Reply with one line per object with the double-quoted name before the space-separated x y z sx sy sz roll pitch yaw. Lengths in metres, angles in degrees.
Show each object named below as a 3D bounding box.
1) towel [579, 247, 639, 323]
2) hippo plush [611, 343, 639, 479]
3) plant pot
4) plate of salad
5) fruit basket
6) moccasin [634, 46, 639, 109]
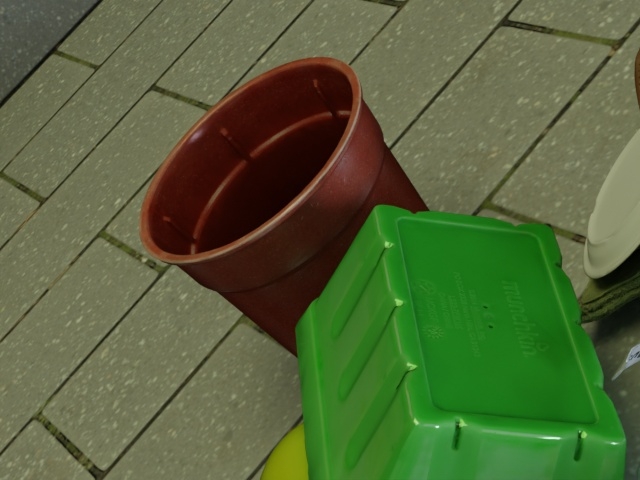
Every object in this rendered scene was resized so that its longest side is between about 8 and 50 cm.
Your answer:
"towel" 0.299 0.015 1.350 0.148 0.027 0.110 -41 13 43
"hippo plush" 0.387 0.029 1.089 0.236 0.234 0.294 9 40 39
"plant pot" 0.000 0.000 1.514 0.272 0.265 0.272 -28 34 21
"plate of salad" 0.303 -0.049 1.341 0.200 0.048 0.200 -61 6 10
"fruit basket" 0.084 0.200 1.263 0.392 0.283 0.392 -173 90 -81
"moccasin" 0.464 -0.174 1.346 0.380 0.139 0.147 -17 59 34
